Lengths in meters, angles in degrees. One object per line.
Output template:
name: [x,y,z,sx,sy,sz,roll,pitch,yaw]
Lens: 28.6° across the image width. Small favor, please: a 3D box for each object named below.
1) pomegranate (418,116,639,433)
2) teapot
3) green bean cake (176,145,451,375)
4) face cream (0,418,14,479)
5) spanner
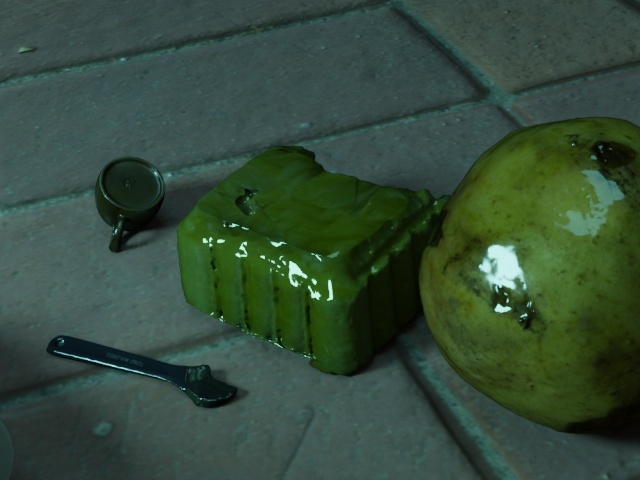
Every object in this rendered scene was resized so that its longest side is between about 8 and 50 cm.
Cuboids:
pomegranate: [0.229,0.031,1.098,0.281,0.281,0.281,-2,34,1]
teapot: [-0.218,-0.040,1.403,0.076,0.068,0.121,15,55,-10]
green bean cake: [0.000,0.000,1.274,0.236,0.124,0.233,20,40,30]
face cream: [-0.423,0.118,1.115,0.145,0.145,0.370,-26,40,-31]
spanner: [-0.174,0.123,1.204,0.209,0.012,0.046,12,38,21]
